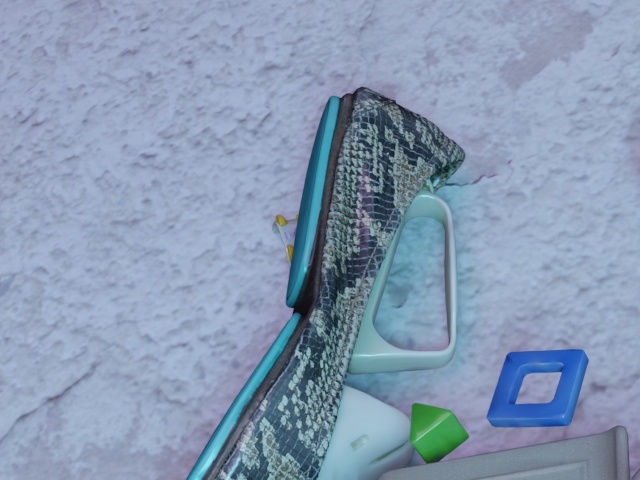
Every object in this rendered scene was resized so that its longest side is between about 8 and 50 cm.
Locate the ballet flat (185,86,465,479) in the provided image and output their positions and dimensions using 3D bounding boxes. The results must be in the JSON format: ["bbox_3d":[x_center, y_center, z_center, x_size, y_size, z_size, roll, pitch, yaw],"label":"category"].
[{"bbox_3d":[0.023,0.084,1.255,0.182,0.164,0.482,22,61,-2],"label":"ballet flat"}]

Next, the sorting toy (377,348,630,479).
[{"bbox_3d":[0.118,0.220,0.981,0.196,0.047,0.347,-17,39,24],"label":"sorting toy"}]

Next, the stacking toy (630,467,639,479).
[{"bbox_3d":[0.304,0.370,0.825,0.351,0.351,0.479,9,81,29],"label":"stacking toy"}]

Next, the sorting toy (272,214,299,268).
[{"bbox_3d":[0.000,0.000,1.400,0.075,0.045,0.083,-12,48,-10],"label":"sorting toy"}]
